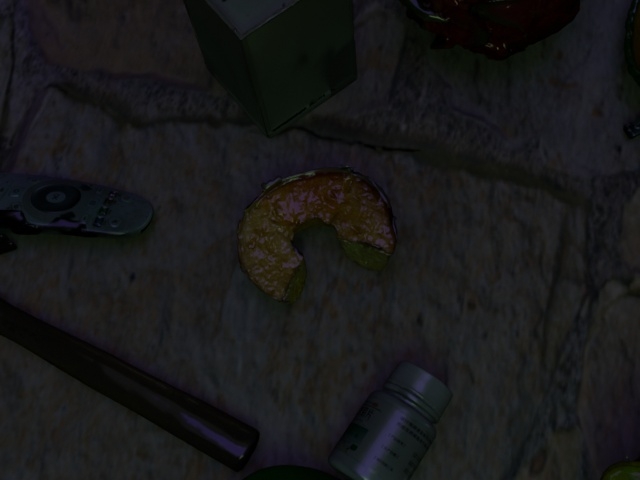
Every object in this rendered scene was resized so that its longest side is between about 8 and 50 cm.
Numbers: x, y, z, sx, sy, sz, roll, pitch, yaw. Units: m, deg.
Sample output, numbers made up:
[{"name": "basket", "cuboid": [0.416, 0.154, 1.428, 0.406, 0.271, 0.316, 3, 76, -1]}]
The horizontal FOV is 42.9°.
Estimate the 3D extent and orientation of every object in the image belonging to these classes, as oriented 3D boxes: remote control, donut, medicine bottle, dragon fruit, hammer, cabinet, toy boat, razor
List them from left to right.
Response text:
[{"name": "remote control", "cuboid": [-0.327, -0.037, 0.972, 0.256, 0.045, 0.097, 8, 40, 6]}, {"name": "hammer", "cuboid": [-0.267, 0.135, 0.905, 0.440, 0.044, 0.168, 26, 73, 14]}, {"name": "cabinet", "cuboid": [-0.061, -0.258, 0.959, 0.145, 0.206, 0.150, -36, 70, -10]}, {"name": "donut", "cuboid": [-0.006, -0.009, 0.927, 0.181, 0.078, 0.146, -25, 67, 1]}, {"name": "medicine bottle", "cuboid": [0.073, 0.193, 0.831, 0.080, 0.080, 0.130, 31, 73, 16]}, {"name": "dragon fruit", "cuboid": [0.227, -0.342, 0.958, 0.293, 0.234, 0.233, -35, 69, -1]}, {"name": "toy boat", "cuboid": [0.408, -0.248, 0.971, 0.089, 0.088, 0.229, -2, 57, 20]}, {"name": "razor", "cuboid": [0.448, -0.173, 0.977, 0.190, 0.033, 0.066, -27, 67, -6]}]

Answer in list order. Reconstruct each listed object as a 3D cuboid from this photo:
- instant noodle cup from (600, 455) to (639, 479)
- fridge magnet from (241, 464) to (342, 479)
[{"name": "instant noodle cup", "cuboid": [0.410, 0.233, 0.704, 0.200, 0.264, 0.264, -37, 69, -18]}, {"name": "fridge magnet", "cuboid": [0.002, 0.294, 0.749, 0.208, 0.208, 0.088, 39, 111, 18]}]
